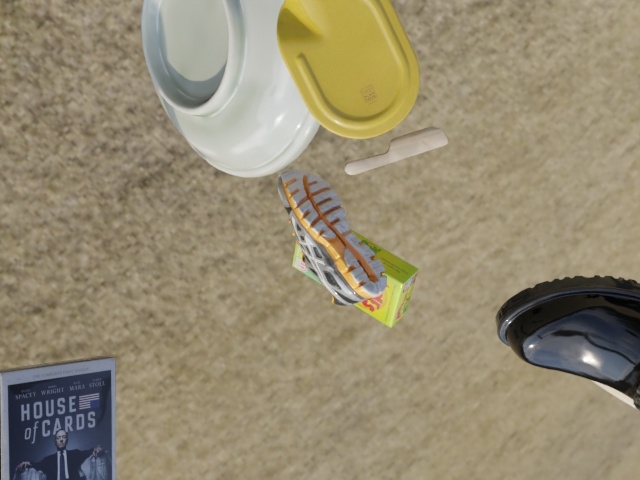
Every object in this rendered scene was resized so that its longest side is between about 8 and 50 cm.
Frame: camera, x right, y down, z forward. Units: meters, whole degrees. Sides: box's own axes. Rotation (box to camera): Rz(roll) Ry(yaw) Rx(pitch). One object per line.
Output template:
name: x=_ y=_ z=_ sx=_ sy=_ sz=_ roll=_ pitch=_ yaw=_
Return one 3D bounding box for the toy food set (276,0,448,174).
toy food set: x=0.036 y=-0.181 z=1.135 sx=0.128 sy=0.217 sz=0.071 roll=-25 pitch=-167 yaw=1

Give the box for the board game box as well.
board game box: x=0.047 y=0.039 z=1.527 sx=0.043 sy=0.181 sz=0.092 roll=-39 pitch=151 yaw=-41

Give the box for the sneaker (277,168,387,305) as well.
sneaker: x=0.000 y=0.000 z=1.452 sx=0.084 sy=0.214 sz=0.083 roll=-26 pitch=171 yaw=-44

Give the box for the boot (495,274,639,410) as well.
boot: x=0.389 y=0.179 z=1.249 sx=0.348 sy=0.260 sz=0.131 roll=4 pitch=137 yaw=-1

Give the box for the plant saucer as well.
plant saucer: x=-0.143 y=-0.278 z=1.417 sx=0.101 sy=0.400 sz=0.400 roll=-12 pitch=138 yaw=-39

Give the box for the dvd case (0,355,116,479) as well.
dvd case: x=-0.341 y=0.277 z=1.366 sx=0.179 sy=0.030 sz=0.238 roll=-2 pitch=93 yaw=-50

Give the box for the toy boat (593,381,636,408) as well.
toy boat: x=0.471 y=0.119 z=1.547 sx=0.148 sy=0.268 sz=0.318 roll=-63 pitch=168 yaw=26
